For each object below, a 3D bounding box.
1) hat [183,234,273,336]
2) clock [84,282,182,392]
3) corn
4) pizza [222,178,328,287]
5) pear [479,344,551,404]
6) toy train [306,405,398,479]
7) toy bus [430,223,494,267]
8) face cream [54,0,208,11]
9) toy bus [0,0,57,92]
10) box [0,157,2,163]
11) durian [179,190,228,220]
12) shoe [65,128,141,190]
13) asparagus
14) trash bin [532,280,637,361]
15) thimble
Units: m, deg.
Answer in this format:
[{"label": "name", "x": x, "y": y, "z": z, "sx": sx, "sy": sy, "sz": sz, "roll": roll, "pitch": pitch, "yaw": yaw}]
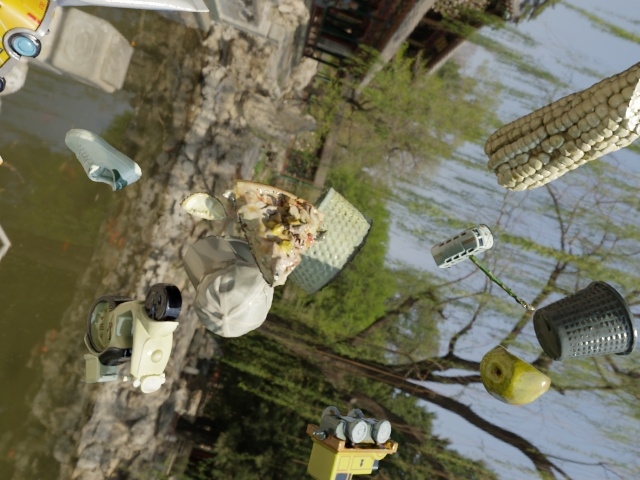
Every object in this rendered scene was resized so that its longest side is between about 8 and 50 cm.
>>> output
[{"label": "hat", "x": -0.247, "y": 0.110, "z": 1.243, "sx": 0.232, "sy": 0.275, "sz": 0.161, "roll": -51, "pitch": 155, "yaw": 18}, {"label": "clock", "x": -0.510, "y": 0.266, "z": 1.363, "sx": 0.378, "sy": 0.120, "sz": 0.277, "roll": -11, "pitch": -104, "yaw": 39}, {"label": "corn", "x": 0.275, "y": -0.115, "z": 0.548, "sx": 0.210, "sy": 0.087, "sz": 0.087, "roll": -21, "pitch": -132, "yaw": 59}, {"label": "pizza", "x": -0.065, "y": -0.014, "z": 0.778, "sx": 0.052, "sy": 0.184, "sz": 0.195, "roll": -52, "pitch": -151, "yaw": 41}, {"label": "pear", "x": 0.396, "y": 0.290, "z": 1.047, "sx": 0.104, "sy": 0.141, "sz": 0.141, "roll": -60, "pitch": -173, "yaw": 5}, {"label": "toy train", "x": 0.056, "y": 0.388, "z": 0.944, "sx": 0.089, "sy": 0.219, "sz": 0.127, "roll": 8, "pitch": -101, "yaw": 46}, {"label": "toy bus", "x": 0.429, "y": 0.019, "z": 1.535, "sx": 0.193, "sy": 0.088, "sz": 0.087, "roll": -32, "pitch": -106, "yaw": 44}, {"label": "face cream", "x": -0.497, "y": -0.629, "z": 1.179, "sx": 0.235, "sy": 0.419, "sz": 0.137, "roll": 60, "pitch": -37, "yaw": 22}, {"label": "toy bus", "x": -0.562, "y": -0.356, "z": 0.848, "sx": 0.209, "sy": 0.136, "sz": 0.126, "roll": -31, "pitch": -132, "yaw": 21}, {"label": "box", "x": -0.794, "y": -0.181, "z": 1.024, "sx": 0.273, "sy": 0.221, "sz": 0.091, "roll": -31, "pitch": 180, "yaw": 29}, {"label": "durian", "x": -0.302, "y": -0.093, "z": 1.316, "sx": 0.052, "sy": 0.130, "sz": 0.066, "roll": -63, "pitch": -154, "yaw": 30}, {"label": "shoe", "x": -0.679, "y": -0.242, "z": 1.514, "sx": 0.110, "sy": 0.264, "sz": 0.095, "roll": -58, "pitch": 174, "yaw": -43}, {"label": "asparagus", "x": 0.348, "y": 0.084, "z": 0.968, "sx": 0.016, "sy": 0.162, "sz": 0.016, "roll": -47, "pitch": 178, "yaw": -41}, {"label": "trash bin", "x": 0.575, "y": 0.193, "z": 1.127, "sx": 0.175, "sy": 0.160, "sz": 0.176, "roll": 165, "pitch": -90, "yaw": -89}, {"label": "thimble", "x": 0.000, "y": 0.000, "z": 1.330, "sx": 0.271, "sy": 0.150, "sz": 0.271, "roll": -49, "pitch": -172, "yaw": 10}]
